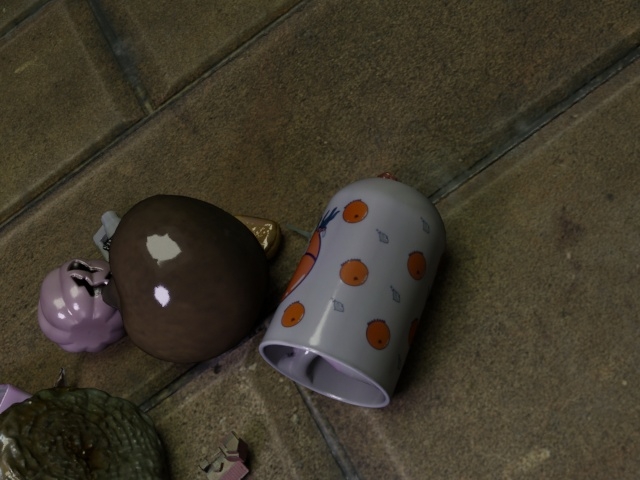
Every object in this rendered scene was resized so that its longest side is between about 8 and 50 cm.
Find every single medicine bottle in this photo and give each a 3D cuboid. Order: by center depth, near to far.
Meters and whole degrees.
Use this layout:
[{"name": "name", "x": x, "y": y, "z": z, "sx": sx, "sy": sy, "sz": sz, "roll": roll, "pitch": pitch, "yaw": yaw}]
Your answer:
[{"name": "medicine bottle", "x": -0.385, "y": 0.029, "z": 1.817, "sx": 0.092, "sy": 0.061, "sz": 0.220, "roll": -52, "pitch": 47, "yaw": 14}]

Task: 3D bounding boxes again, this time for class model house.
[{"name": "model house", "x": -0.143, "y": 0.355, "z": 1.463, "sx": 0.083, "sy": 0.057, "sz": 0.058, "roll": -43, "pitch": 44, "yaw": -5}]

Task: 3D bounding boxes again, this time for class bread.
[{"name": "bread", "x": -0.123, "y": -0.002, "z": 1.691, "sx": 0.115, "sy": 0.056, "sz": 0.082, "roll": 5, "pitch": 66, "yaw": 26}]

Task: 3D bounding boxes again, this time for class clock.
[{"name": "clock", "x": -0.597, "y": 0.342, "z": 1.669, "sx": 0.197, "sy": 0.063, "sz": 0.150, "roll": -16, "pitch": 48, "yaw": 52}]

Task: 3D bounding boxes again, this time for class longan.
[{"name": "longan", "x": -0.239, "y": 0.064, "z": 1.575, "sx": 0.300, "sy": 0.243, "sz": 0.300, "roll": -3, "pitch": 78, "yaw": 15}]

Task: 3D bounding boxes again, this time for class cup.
[{"name": "cup", "x": 0.065, "y": 0.072, "z": 1.439, "sx": 0.212, "sy": 0.212, "sz": 0.317, "roll": 9, "pitch": 62, "yaw": 33}]

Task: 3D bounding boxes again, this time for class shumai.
[{"name": "shumai", "x": -0.424, "y": 0.409, "z": 1.472, "sx": 0.263, "sy": 0.309, "sz": 0.304, "roll": -45, "pitch": 37, "yaw": 30}]

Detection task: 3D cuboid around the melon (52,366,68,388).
[{"name": "melon", "x": -0.492, "y": 0.323, "z": 1.662, "sx": 0.054, "sy": 0.098, "sz": 0.182, "roll": 7, "pitch": 44, "yaw": 13}]

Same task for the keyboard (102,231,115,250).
[{"name": "keyboard", "x": -0.308, "y": 0.022, "z": 1.749, "sx": 0.204, "sy": 0.013, "sz": 0.061, "roll": 15, "pitch": 41, "yaw": 14}]

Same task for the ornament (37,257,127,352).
[{"name": "ornament", "x": -0.434, "y": 0.115, "z": 1.708, "sx": 0.178, "sy": 0.177, "sz": 0.177, "roll": -14, "pitch": 54, "yaw": 20}]

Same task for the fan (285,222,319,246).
[{"name": "fan", "x": 0.000, "y": 0.000, "z": 1.631, "sx": 0.175, "sy": 0.005, "sz": 0.113, "roll": 24, "pitch": 93, "yaw": 38}]

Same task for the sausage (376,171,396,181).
[{"name": "sausage", "x": 0.077, "y": -0.065, "z": 1.639, "sx": 0.147, "sy": 0.035, "sz": 0.030, "roll": -46, "pitch": 17, "yaw": -6}]
